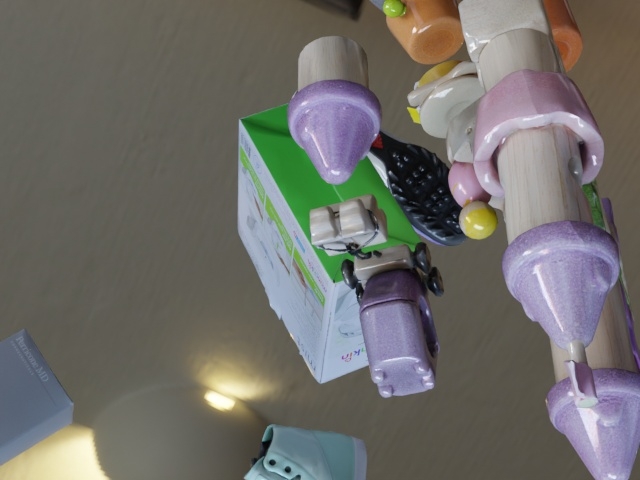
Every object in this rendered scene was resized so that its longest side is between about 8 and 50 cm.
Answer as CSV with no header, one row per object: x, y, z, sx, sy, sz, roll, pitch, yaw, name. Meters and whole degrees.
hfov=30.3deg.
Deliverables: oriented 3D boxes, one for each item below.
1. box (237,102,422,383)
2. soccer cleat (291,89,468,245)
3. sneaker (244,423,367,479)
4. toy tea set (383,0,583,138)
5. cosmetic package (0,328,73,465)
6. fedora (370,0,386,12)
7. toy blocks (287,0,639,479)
0.000,0.000,1.442,0.126,0.231,0.262,-20,-123,-17,box
0.081,-0.097,1.693,0.318,0.116,0.108,39,-120,7,soccer cleat
-0.025,0.334,1.401,0.151,0.094,0.256,16,-137,-16,sneaker
0.140,-0.258,1.169,0.336,0.200,0.124,59,-172,-53,toy tea set
-0.442,0.230,1.493,0.238,0.107,0.127,-33,-102,-21,cosmetic package
0.073,-0.418,1.461,0.275,0.124,0.244,52,170,40,fedora
0.132,0.033,0.666,0.289,0.308,0.260,58,-156,-48,toy blocks
